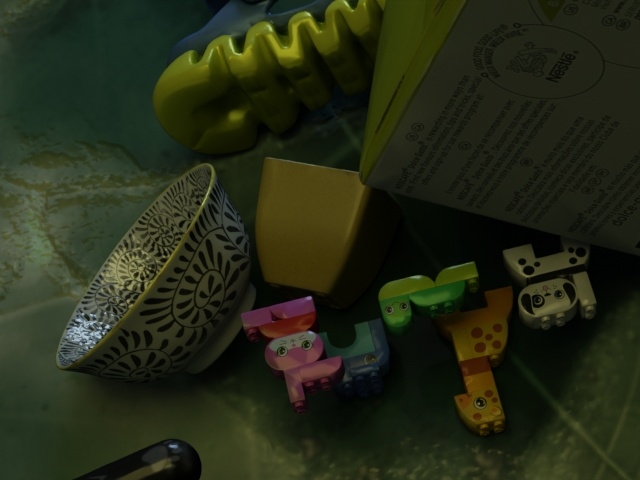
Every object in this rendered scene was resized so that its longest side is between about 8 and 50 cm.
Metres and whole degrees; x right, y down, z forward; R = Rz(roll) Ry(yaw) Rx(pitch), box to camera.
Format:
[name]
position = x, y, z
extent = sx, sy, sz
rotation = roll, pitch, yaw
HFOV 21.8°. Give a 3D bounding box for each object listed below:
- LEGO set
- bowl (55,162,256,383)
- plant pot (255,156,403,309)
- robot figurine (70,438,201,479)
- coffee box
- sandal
[LEGO set]
position = 0.075, 0.077, 1.069
extent = 0.227, 0.087, 0.093
rotation = -14, 63, 1
[bowl]
position = -0.097, 0.039, 1.122
extent = 0.080, 0.170, 0.170
rotation = 38, 73, -16
[plant pot]
position = 0.000, 0.000, 1.134
extent = 0.081, 0.081, 0.083
rotation = 11, 78, 21
[robot figurine]
position = -0.081, 0.246, 0.972
extent = 0.278, 0.173, 0.209
rotation = -21, 33, 4
[coffee box]
position = 0.237, -0.210, 0.962
extent = 0.334, 0.338, 0.337
rotation = 13, 63, -8
[sandal]
position = 0.026, -0.174, 1.196
extent = 0.317, 0.126, 0.138
rotation = -13, 56, 7
